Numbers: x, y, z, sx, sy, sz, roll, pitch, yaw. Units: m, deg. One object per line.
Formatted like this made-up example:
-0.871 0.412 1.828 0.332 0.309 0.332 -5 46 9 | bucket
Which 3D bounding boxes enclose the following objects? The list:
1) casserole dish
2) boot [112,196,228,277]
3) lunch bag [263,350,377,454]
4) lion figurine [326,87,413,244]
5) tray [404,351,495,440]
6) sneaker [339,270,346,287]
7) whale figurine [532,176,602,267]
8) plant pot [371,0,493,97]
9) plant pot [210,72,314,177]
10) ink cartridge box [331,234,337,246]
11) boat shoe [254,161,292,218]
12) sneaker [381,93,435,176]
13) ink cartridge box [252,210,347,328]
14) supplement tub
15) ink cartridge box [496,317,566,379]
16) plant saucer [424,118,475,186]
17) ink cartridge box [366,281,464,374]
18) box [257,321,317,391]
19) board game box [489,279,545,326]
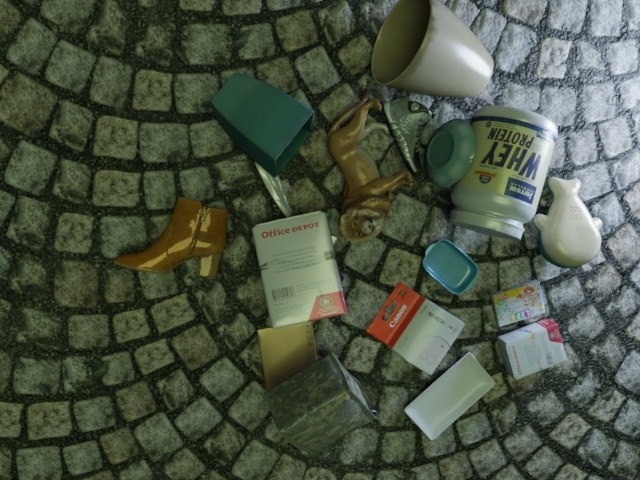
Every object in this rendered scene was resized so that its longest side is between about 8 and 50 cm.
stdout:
0.383 0.076 1.847 0.188 0.037 0.114 40 92 -11 | casserole dish
-0.404 -0.015 1.692 0.294 0.104 0.212 6 93 -14 | boot
0.014 0.485 1.780 0.235 0.169 0.287 -32 136 1 | lunch bag
0.108 -0.203 1.730 0.240 0.142 0.393 -23 87 5 | lion figurine
0.396 0.477 1.914 0.270 0.030 0.145 -41 101 0 | tray
-0.011 0.133 1.794 0.169 0.068 0.071 -22 80 -8 | sneaker
0.723 -0.050 1.848 0.216 0.141 0.272 1 74 -9 | whale figurine
0.319 -0.493 1.665 0.273 0.256 0.257 16 96 -27 | plant pot
-0.162 -0.316 1.630 0.234 0.166 0.166 36 79 2 | plant pot
0.000 0.000 1.782 0.083 0.028 0.048 16 95 -10 | ink cartridge box
-0.117 -0.153 1.729 0.063 0.066 0.184 -29 92 -2 | boat shoe
0.270 -0.301 1.730 0.132 0.086 0.229 -24 94 6 | sneaker
-0.054 0.081 1.698 0.207 0.117 0.283 -12 85 2 | ink cartridge box
0.495 -0.182 1.709 0.235 0.235 0.325 16 90 -10 | supplement tub
0.646 0.332 1.907 0.175 0.072 0.128 -19 101 -5 | ink cartridge box
0.343 -0.246 1.711 0.037 0.195 0.195 12 97 -32 | plant saucer
0.285 0.264 1.853 0.232 0.066 0.189 32 93 -16 | ink cartridge box
-0.093 0.341 1.824 0.164 0.021 0.202 -9 100 -7 | box
0.604 0.192 1.902 0.154 0.026 0.104 -16 101 -6 | board game box
